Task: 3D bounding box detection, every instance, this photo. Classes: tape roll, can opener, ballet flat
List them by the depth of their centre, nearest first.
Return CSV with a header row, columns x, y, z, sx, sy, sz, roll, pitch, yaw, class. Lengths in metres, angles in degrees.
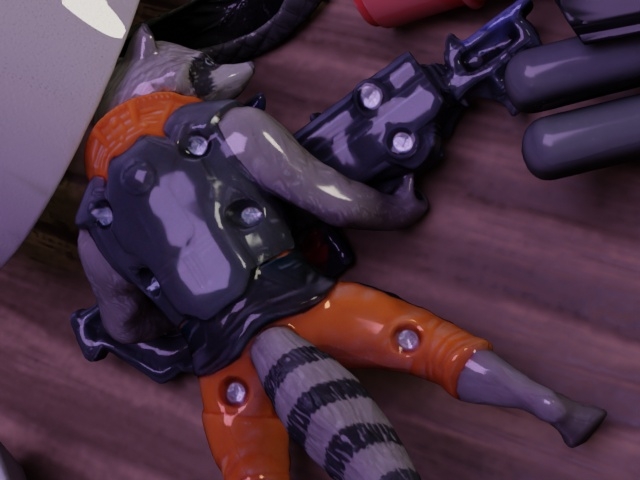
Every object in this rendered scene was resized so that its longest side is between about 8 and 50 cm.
x,y,z,sx,sy,sz,roll,pitch,yaw,class
0.230,-0.098,0.644,0.280,0.093,0.074,-14,79,10,can opener
-0.229,-0.121,0.794,0.246,0.169,0.246,-50,25,34,tape roll
-0.061,-0.144,0.849,0.173,0.049,0.057,-31,64,15,ballet flat

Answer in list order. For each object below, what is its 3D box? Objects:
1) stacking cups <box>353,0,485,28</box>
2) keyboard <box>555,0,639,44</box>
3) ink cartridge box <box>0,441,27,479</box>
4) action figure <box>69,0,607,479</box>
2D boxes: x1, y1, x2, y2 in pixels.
x,y,z,sx,sy,sz,roll,pitch,yaw,class
0.165,-0.196,0.736,0.316,0.096,0.096,-12,69,27,stacking cups
0.250,-0.215,0.615,0.317,0.033,0.201,-9,84,16,keyboard
-0.261,0.330,0.715,0.308,0.091,0.385,-23,61,-7,ink cartridge box
0.000,0.000,0.706,0.341,0.178,0.330,-43,69,10,action figure
